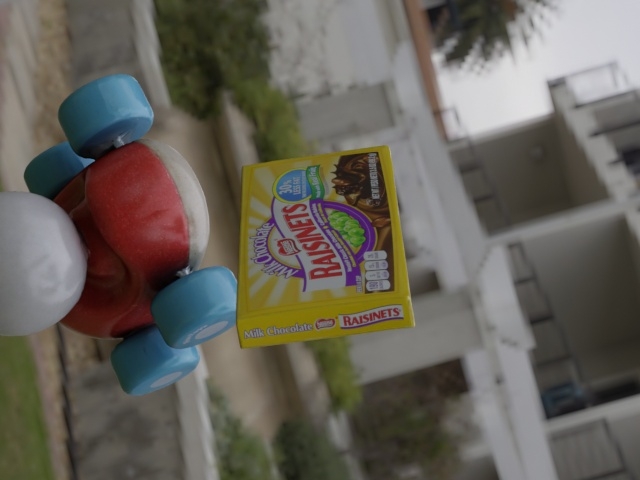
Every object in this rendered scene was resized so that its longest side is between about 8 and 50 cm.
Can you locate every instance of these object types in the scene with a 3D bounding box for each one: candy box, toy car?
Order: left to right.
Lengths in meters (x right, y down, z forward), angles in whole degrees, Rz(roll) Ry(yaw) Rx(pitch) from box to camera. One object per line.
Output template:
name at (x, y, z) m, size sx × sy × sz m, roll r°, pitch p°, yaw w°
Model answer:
toy car at (-0.222, 0.020, 1.367) m, size 0.219 × 0.238 × 0.210 m, roll 64°, pitch -33°, yaw 14°
candy box at (0.000, 0.000, 1.092) m, size 0.206 × 0.105 × 0.027 m, roll -94°, pitch 173°, yaw -61°
